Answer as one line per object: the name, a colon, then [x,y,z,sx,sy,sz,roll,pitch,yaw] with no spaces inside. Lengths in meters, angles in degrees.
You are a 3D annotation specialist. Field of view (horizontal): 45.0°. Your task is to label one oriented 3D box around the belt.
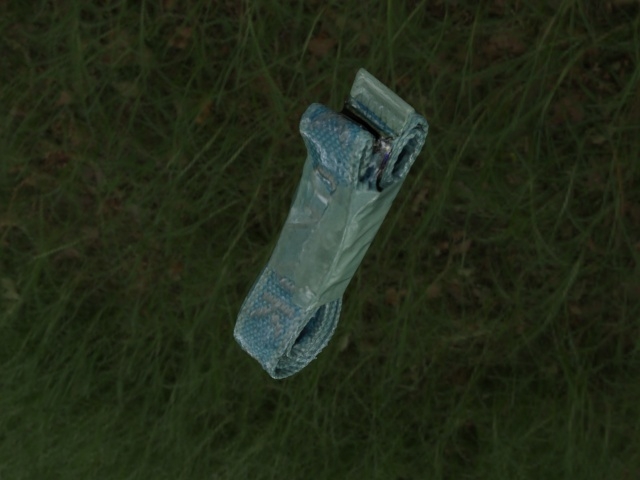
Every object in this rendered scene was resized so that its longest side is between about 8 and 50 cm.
belt: [0.000,0.000,0.653,0.072,0.087,0.302,47,133,30]
